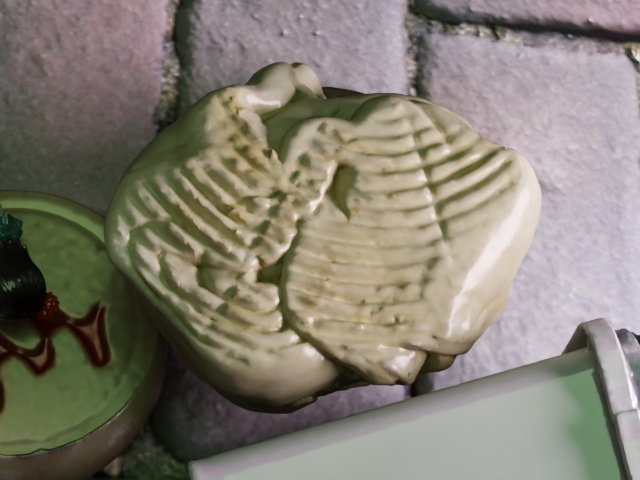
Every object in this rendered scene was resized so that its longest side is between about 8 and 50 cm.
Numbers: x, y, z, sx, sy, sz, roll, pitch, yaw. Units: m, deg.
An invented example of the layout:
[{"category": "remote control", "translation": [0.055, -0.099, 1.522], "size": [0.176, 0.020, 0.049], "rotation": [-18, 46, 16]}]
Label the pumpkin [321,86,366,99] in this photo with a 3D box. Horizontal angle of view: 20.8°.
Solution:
[{"category": "pumpkin", "translation": [0.020, -0.055, 1.500], "size": [0.217, 0.110, 0.217], "rotation": [3, 69, -8]}]

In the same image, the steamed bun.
[{"category": "steamed bun", "translation": [0.002, 0.002, 1.349], "size": [0.289, 0.203, 0.276], "rotation": [-41, 83, -13]}]

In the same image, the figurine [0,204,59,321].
[{"category": "figurine", "translation": [-0.241, 0.016, 1.337], "size": [0.060, 0.047, 0.106], "rotation": [7, 48, -47]}]

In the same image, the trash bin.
[{"category": "trash bin", "translation": [0.098, 0.245, 1.274], "size": [0.367, 0.256, 0.296], "rotation": [-11, 72, -7]}]

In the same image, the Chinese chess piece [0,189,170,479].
[{"category": "Chinese chess piece", "translation": [-0.244, 0.081, 1.385], "size": [0.249, 0.103, 0.250], "rotation": [4, 63, -7]}]
